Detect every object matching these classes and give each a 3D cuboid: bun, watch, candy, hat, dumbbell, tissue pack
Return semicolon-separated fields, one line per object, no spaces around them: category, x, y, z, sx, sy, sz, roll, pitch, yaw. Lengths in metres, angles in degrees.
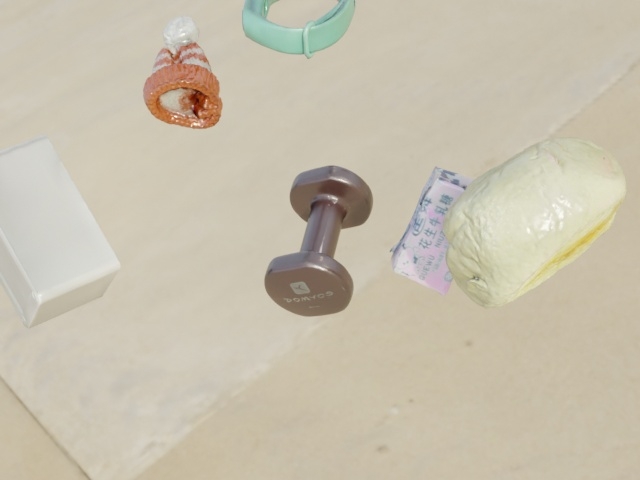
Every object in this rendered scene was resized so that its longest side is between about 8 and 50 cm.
bun;0.249;-0.028;1.163;0.244;0.244;0.153;-34;69;-10
watch;-0.039;-0.404;1.684;0.195;0.068;0.237;3;41;5
candy;0.164;-0.015;1.322;0.073;0.092;0.160;-80;14;-72
hat;-0.191;-0.242;1.329;0.093;0.112;0.162;-53;36;41
dumbbell;0.000;0.000;1.497;0.140;0.124;0.225;-12;44;28
tissue pack;-0.443;-0.012;1.480;0.136;0.246;0.159;-26;-8;-32
